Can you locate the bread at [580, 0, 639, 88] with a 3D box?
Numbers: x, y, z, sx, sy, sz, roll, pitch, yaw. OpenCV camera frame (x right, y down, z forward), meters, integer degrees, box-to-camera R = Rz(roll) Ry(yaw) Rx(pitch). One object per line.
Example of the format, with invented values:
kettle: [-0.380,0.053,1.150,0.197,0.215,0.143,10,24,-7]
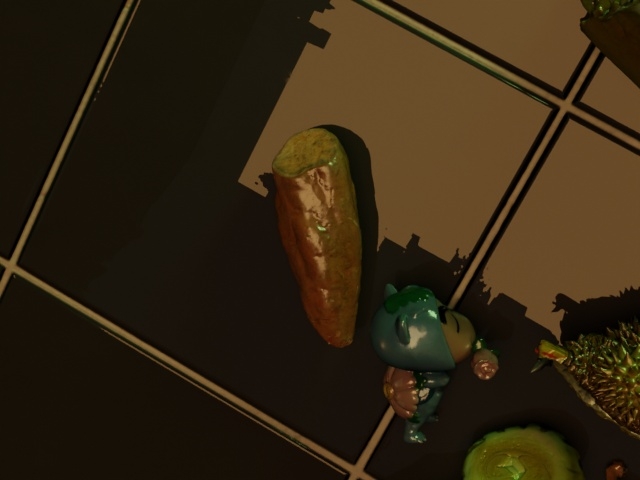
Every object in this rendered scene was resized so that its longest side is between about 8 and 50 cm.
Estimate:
bread: [0.442,-0.194,1.191,0.376,0.208,0.251,44,112,-1]

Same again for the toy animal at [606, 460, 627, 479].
toy animal: [0.359,0.337,1.345,0.255,0.116,0.114,20,121,29]

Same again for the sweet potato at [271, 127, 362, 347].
sweet potato: [0.000,0.000,1.388,0.097,0.097,0.251,-5,98,15]

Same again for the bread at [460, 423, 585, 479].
bread: [0.226,0.269,1.373,0.139,0.130,0.071,-10,141,22]

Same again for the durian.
durian: [0.347,0.138,1.292,0.237,0.193,0.137,30,87,-9]

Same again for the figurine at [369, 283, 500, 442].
figurine: [0.129,0.134,1.381,0.145,0.114,0.178,0,112,7]
